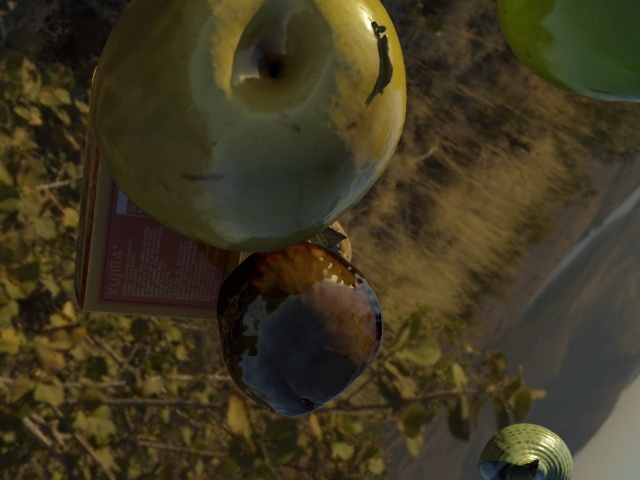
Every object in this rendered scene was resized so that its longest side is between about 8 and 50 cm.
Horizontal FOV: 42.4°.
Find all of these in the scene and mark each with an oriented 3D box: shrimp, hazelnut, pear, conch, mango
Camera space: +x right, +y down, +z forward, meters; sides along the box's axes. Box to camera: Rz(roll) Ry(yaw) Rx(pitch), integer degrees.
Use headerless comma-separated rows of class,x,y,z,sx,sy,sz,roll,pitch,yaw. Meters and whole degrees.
shrimp,-0.006,-0.001,1.195,0.095,0.045,0.162,-46,129,-20
hazelnut,-0.028,0.096,0.967,0.208,0.208,0.208,-41,156,-23
pear,-0.065,-0.136,0.794,0.309,0.309,0.309,-41,156,-23
conch,0.406,0.418,1.603,0.131,0.172,0.200,-61,159,-29
mango,0.387,-0.263,1.047,0.156,0.343,0.192,-60,174,-49

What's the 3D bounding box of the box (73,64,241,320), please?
box,-0.220,-0.074,1.138,0.214,0.259,0.283,6,113,-19
